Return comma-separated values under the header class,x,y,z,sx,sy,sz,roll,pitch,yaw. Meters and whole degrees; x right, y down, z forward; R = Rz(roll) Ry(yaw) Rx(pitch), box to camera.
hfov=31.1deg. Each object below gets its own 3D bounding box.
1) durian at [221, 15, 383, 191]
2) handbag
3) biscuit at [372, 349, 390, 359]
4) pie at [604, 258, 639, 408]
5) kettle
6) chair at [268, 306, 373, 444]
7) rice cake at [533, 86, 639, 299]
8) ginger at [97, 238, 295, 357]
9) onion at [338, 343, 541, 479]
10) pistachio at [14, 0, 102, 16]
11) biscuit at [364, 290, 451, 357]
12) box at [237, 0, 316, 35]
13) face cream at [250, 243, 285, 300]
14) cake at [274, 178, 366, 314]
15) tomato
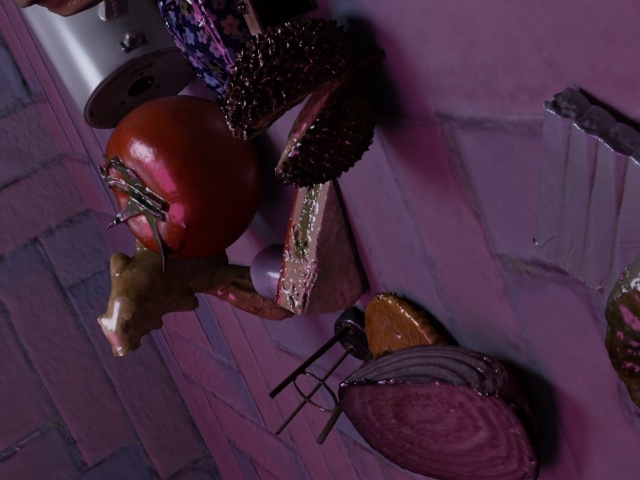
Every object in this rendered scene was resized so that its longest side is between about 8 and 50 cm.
class,x,y,z,sx,sy,sz,roll,pitch,yaw
durian,-0.010,-0.160,1.297,0.167,0.196,0.196,-91,-12,-55
handbag,-0.126,-0.284,1.456,0.228,0.127,0.208,62,166,-6
biscuit,0.105,0.200,1.617,0.130,0.019,0.119,20,135,62
pie,0.340,0.107,0.887,0.277,0.078,0.277,41,153,27
kettle,-0.363,-0.363,1.788,0.318,0.205,0.265,59,-168,14
chair,0.020,0.200,1.702,0.095,0.221,0.104,25,145,21
rice cake,0.255,-0.022,1.006,0.189,0.037,0.198,42,154,43
ginger,-0.245,0.017,1.895,0.122,0.348,0.363,-48,65,42
onion,0.164,0.207,1.424,0.250,0.111,0.247,0,141,30
pistachio,-0.274,-0.441,1.311,0.365,0.281,0.445,-66,27,19
biscuit,0.140,0.182,1.587,0.254,0.035,0.254,50,157,30
box,-0.059,-0.290,1.342,0.035,0.083,0.079,19,136,62
face cream,-0.058,0.053,1.821,0.095,0.091,0.091,17,134,52
cake,0.016,0.003,1.640,0.086,0.117,0.220,29,111,52
tomato,-0.210,-0.097,1.765,0.256,0.224,0.256,30,133,38
